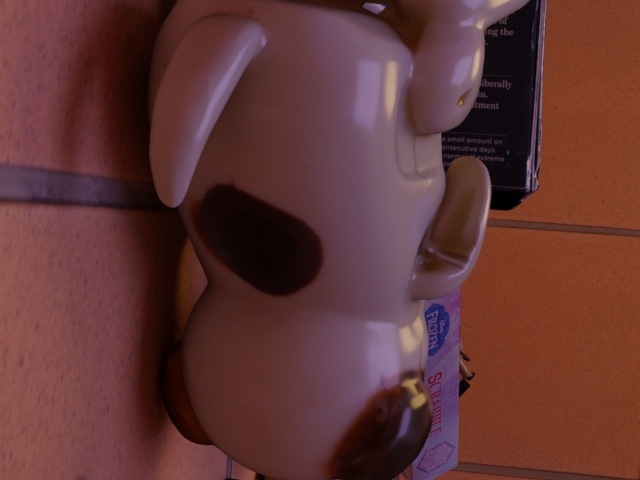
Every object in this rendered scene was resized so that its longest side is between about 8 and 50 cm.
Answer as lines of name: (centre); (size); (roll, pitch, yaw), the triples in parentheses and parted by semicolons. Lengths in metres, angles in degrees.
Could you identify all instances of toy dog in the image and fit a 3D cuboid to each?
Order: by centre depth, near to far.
toy dog: (0.004, -0.003, 0.947); (0.395, 0.284, 0.408); (-58, 152, -65)

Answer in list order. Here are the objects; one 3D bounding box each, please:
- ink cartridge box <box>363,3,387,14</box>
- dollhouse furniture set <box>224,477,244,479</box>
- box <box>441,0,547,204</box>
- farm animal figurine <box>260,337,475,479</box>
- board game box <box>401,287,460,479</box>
ink cartridge box: (0.073, -0.364, 1.343); (0.303, 0.072, 0.307); (27, 57, -33)
dollhouse furniture set: (-0.055, 0.304, 1.211); (0.091, 0.114, 0.081); (-56, 153, -77)
box: (0.167, -0.296, 1.713); (0.480, 0.297, 0.472); (17, 79, -84)
farm animal figurine: (0.042, 0.222, 1.550); (0.327, 0.172, 0.330); (-45, 173, 7)
board game box: (0.042, 0.060, 1.308); (0.318, 0.066, 0.318); (53, -21, 39)
